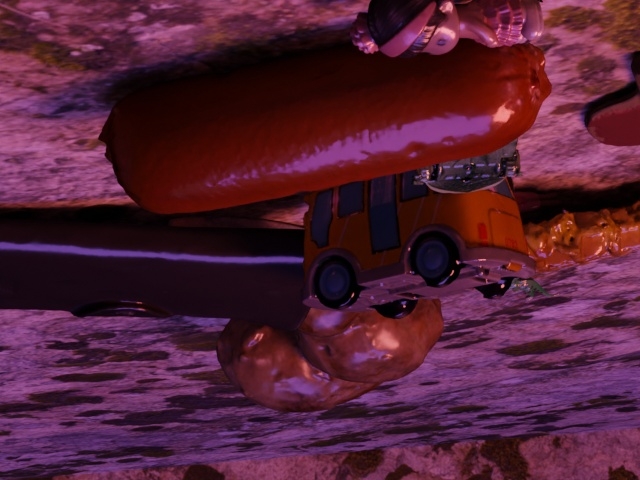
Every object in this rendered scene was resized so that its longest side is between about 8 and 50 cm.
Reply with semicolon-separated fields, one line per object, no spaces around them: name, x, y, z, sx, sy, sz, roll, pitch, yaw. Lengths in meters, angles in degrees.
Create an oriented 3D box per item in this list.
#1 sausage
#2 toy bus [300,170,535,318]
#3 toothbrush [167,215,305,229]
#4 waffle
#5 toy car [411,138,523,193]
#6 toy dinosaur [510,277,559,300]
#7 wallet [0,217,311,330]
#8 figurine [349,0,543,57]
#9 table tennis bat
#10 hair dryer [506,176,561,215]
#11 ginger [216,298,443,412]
sausage;-0.003;-0.088;1.239;0.348;0.097;0.094;-11;-155;13
toy bus;0.080;-0.008;1.511;0.209;0.136;0.126;-15;165;32
toothbrush;0.000;0.000;1.722;0.375;0.028;0.037;6;170;-40
waffle;0.258;-0.001;1.709;0.253;0.056;0.249;-6;172;-46
toy car;0.118;-0.097;1.349;0.093;0.058;0.186;-6;153;-2
toy dinosaur;0.256;0.052;2.040;0.083;0.021;0.062;-4;152;-5
wallet;-0.189;0.031;1.629;0.377;0.051;0.197;4;156;-11
figurine;0.088;-0.154;1.145;0.129;0.054;0.072;-7;-178;-25
table tennis bat;0.287;-0.116;1.423;0.131;0.022;0.234;-9;166;14
hair dryer;0.178;-0.040;1.636;0.154;0.054;0.106;-6;165;-43
ginger;0.023;0.096;1.898;0.244;0.155;0.304;7;154;-19
